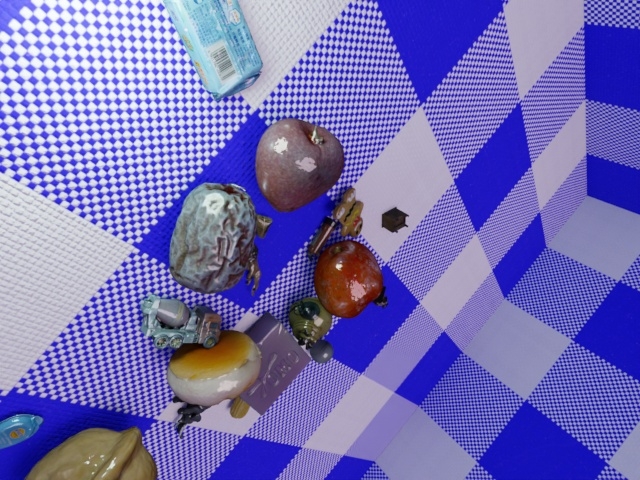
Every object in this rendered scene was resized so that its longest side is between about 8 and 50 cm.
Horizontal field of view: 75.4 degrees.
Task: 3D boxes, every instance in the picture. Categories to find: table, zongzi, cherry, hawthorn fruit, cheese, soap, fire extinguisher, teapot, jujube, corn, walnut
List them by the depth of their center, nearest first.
[{"bbox_3d":[-0.244,-0.481,0.971,0.156,0.077,0.293,-38,137,-17],"label":"soap"},{"bbox_3d":[-0.892,0.541,1.111,0.256,0.037,0.106,-19,127,-30],"label":"cheese"},{"bbox_3d":[-0.294,-0.003,1.155,0.226,0.226,0.317,9,105,-44],"label":"jujube"},{"bbox_3d":[-0.067,-0.217,1.205,0.261,0.221,0.308,5,127,-34],"label":"cherry"},{"bbox_3d":[-0.677,0.755,1.226,0.383,0.383,0.384,-22,130,-29],"label":"walnut"},{"bbox_3d":[-0.204,-0.048,1.328,0.083,0.040,0.076,16,113,-34],"label":"zongzi"},{"bbox_3d":[0.000,0.000,1.527,0.177,0.050,0.062,-58,147,7],"label":"fire extinguisher"},{"bbox_3d":[0.100,0.141,1.558,0.284,0.284,0.285,-22,130,-29],"label":"hawthorn fruit"},{"bbox_3d":[-0.214,0.466,1.569,0.296,0.107,0.285,-47,129,-17],"label":"soap"},{"bbox_3d":[-0.046,0.332,1.591,0.183,0.173,0.270,-73,169,-49],"label":"teapot"},{"bbox_3d":[-0.303,0.640,1.673,0.085,0.063,0.165,29,93,-36],"label":"corn"},{"bbox_3d":[0.313,-0.081,1.723,0.083,0.082,0.070,-26,131,-25],"label":"table"}]

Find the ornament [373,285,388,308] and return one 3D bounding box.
[{"bbox_3d":[0.280,0.266,1.941,0.203,0.088,0.081,41,63,-60],"label":"ornament"}]

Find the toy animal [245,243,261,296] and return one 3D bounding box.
[{"bbox_3d":[-0.236,0.107,1.378,0.086,0.069,0.220,-29,136,-37],"label":"toy animal"}]

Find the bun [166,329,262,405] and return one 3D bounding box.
[{"bbox_3d":[-0.328,0.422,1.322,0.298,0.298,0.165,-20,115,-31],"label":"bun"}]

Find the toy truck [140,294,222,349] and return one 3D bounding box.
[{"bbox_3d":[-0.429,0.248,1.277,0.256,0.108,0.140,13,94,-42],"label":"toy truck"}]

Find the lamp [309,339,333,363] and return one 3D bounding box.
[{"bbox_3d":[0.005,0.487,1.816,0.105,0.105,0.105,-22,130,-29],"label":"lamp"}]

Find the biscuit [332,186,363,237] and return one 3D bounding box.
[{"bbox_3d":[0.119,-0.088,1.550,0.158,0.035,0.240,-59,148,-15],"label":"biscuit"}]

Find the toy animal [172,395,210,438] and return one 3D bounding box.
[{"bbox_3d":[-0.465,0.601,1.491,0.270,0.082,0.137,-52,137,-3],"label":"toy animal"}]
